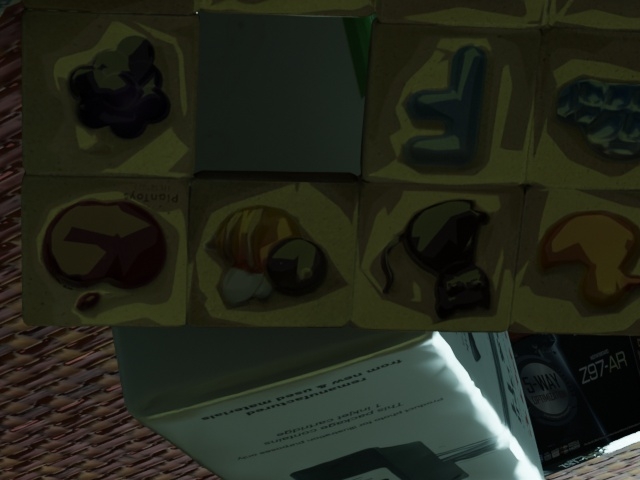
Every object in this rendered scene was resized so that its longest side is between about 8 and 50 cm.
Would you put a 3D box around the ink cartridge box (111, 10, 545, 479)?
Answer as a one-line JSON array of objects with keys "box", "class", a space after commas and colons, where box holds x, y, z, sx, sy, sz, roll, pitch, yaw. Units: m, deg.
[{"box": [0.000, 0.000, 0.614, 0.086, 0.153, 0.208, -16, 159, 9], "class": "ink cartridge box"}]

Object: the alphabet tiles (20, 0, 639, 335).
[{"box": [0.052, -0.068, 0.443, 0.237, 0.009, 0.198, 1, 114, -7], "class": "alphabet tiles"}]

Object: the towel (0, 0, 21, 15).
[{"box": [-0.249, -0.051, 0.524, 0.285, 0.034, 0.209, 9, 153, -38], "class": "towel"}]

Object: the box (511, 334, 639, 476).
[{"box": [0.127, 0.074, 0.973, 0.083, 0.067, 0.018, -26, 155, 34], "class": "box"}]
